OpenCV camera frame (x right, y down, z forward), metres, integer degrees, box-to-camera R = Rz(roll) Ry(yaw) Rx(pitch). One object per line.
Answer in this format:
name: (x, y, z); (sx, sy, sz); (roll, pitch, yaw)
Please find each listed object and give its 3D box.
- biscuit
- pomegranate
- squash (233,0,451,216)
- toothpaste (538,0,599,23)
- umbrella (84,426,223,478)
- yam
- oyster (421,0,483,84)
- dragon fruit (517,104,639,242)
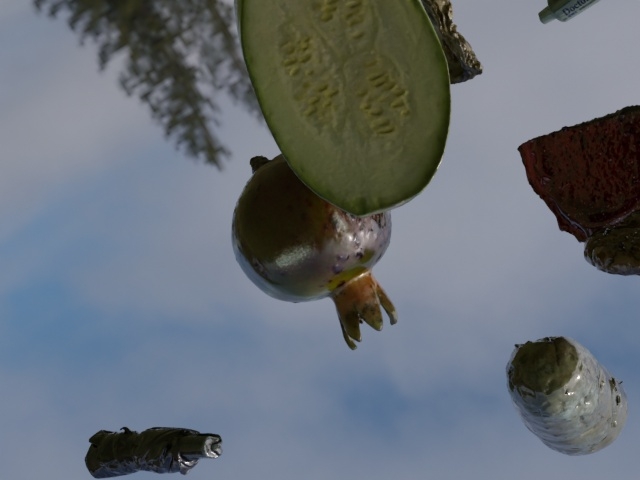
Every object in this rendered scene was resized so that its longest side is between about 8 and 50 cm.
biscuit: (0.383, -0.008, 1.468); (0.226, 0.042, 0.226); (-13, -170, 2)
pomegranate: (-0.010, 0.008, 1.678); (0.198, 0.245, 0.198); (-4, 168, -1)
squash: (0.021, -0.177, 1.373); (0.189, 0.189, 0.260); (-26, -136, 11)
toothpaste: (0.361, -0.331, 1.796); (0.218, 0.064, 0.041); (-30, -121, 41)
umbrella: (-0.208, 0.265, 1.784); (0.236, 0.066, 0.059); (-8, 167, 42)
yam: (0.300, 0.185, 1.746); (0.133, 0.133, 0.330); (-27, 157, 9)
oyster: (0.138, -0.266, 1.839); (0.177, 0.105, 0.056); (32, -148, 22)
dragon fruit: (0.382, -0.099, 1.752); (0.189, 0.163, 0.262); (-44, -166, -29)
